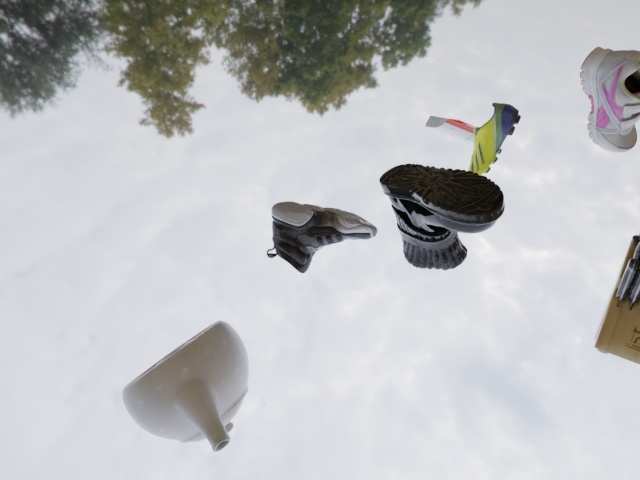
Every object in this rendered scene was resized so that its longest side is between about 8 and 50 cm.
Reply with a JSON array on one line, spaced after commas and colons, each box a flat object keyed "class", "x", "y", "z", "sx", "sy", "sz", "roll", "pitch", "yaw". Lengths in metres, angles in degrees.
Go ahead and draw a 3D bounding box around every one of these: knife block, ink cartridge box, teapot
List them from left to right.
[{"class": "teapot", "x": -0.230, "y": 0.289, "z": 0.815, "sx": 0.187, "sy": 0.252, "sz": 0.256, "roll": 55, "pitch": -152, "yaw": -2}, {"class": "ink cartridge box", "x": 0.561, "y": -0.444, "z": 1.718, "sx": 0.189, "sy": 0.066, "sz": 0.232, "roll": 14, "pitch": -160, "yaw": -19}, {"class": "knife block", "x": 0.474, "y": 0.051, "z": 0.597, "sx": 0.088, "sy": 0.242, "sz": 0.275, "roll": 21, "pitch": -173, "yaw": 33}]

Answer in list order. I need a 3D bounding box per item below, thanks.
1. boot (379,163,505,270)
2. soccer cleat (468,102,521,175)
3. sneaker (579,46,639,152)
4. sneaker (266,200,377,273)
[{"class": "boot", "x": 0.287, "y": -0.027, "z": 0.964, "sx": 0.131, "sy": 0.260, "sz": 0.348, "roll": -30, "pitch": -151, "yaw": -11}, {"class": "soccer cleat", "x": 0.563, "y": -0.328, "z": 1.449, "sx": 0.121, "sy": 0.289, "sz": 0.093, "roll": 30, "pitch": -150, "yaw": 13}, {"class": "sneaker", "x": 0.647, "y": -0.291, "z": 0.907, "sx": 0.103, "sy": 0.252, "sz": 0.111, "roll": -44, "pitch": -150, "yaw": -9}, {"class": "sneaker", "x": 0.000, "y": 0.000, "z": 1.027, "sx": 0.268, "sy": 0.153, "sz": 0.101, "roll": 9, "pitch": -162, "yaw": -20}]
